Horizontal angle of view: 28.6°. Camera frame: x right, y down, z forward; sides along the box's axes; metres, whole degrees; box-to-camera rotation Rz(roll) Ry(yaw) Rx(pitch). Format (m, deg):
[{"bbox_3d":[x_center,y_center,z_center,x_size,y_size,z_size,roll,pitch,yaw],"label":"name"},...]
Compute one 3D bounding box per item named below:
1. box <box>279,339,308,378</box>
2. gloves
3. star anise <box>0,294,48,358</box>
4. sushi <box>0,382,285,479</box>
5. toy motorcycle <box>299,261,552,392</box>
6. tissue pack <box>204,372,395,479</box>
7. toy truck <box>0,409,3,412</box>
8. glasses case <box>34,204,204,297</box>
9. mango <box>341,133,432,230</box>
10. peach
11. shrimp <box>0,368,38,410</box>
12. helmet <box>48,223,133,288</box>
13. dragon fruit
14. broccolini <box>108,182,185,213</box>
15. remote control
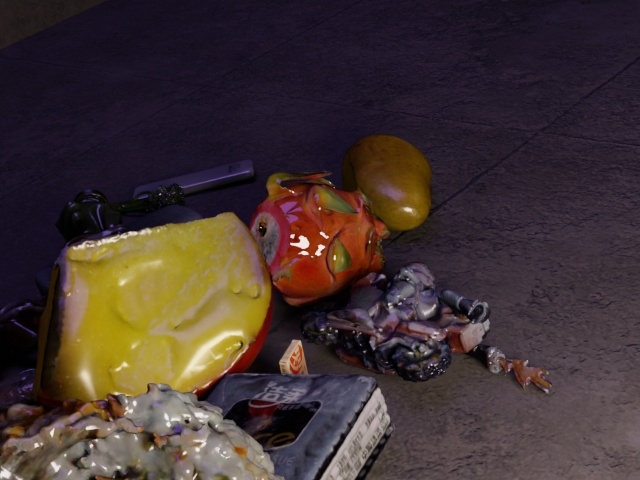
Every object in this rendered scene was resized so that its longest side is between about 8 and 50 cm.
[{"bbox_3d":[-0.036,0.198,1.814,0.015,0.093,0.058,2,30,23],"label":"box"},{"bbox_3d":[-0.452,-0.035,2.444,0.135,0.107,0.268,-7,9,-4],"label":"gloves"},{"bbox_3d":[-0.563,0.164,2.124,0.288,0.088,0.288,-12,18,4],"label":"star anise"},{"bbox_3d":[-0.204,0.348,1.310,0.417,0.417,0.176,-13,-4,0],"label":"sushi"},{"bbox_3d":[0.158,0.127,1.825,0.207,0.134,0.401,-38,34,-29],"label":"toy motorcycle"},{"bbox_3d":[-0.089,0.310,1.597,0.259,0.122,0.361,0,32,31],"label":"tissue pack"},{"bbox_3d":[-0.555,0.258,1.857,0.147,0.165,0.224,-31,32,-32],"label":"toy truck"},{"bbox_3d":[-0.360,0.032,2.302,0.323,0.074,0.131,-29,29,-28],"label":"glasses case"},{"bbox_3d":[0.124,-0.101,2.281,0.167,0.130,0.262,-8,33,-1],"label":"mango"},{"bbox_3d":[-0.265,0.140,1.866,0.380,0.242,0.306,-16,69,-26],"label":"peach"},{"bbox_3d":[-0.434,0.224,2.006,0.223,0.047,0.126,-14,17,2],"label":"shrimp"},{"bbox_3d":[-0.357,0.091,2.102,0.198,0.130,0.224,44,51,11],"label":"helmet"},{"bbox_3d":[-0.005,-0.002,2.050,0.227,0.224,0.224,-8,18,-40],"label":"dragon fruit"},{"bbox_3d":[-0.370,-0.081,2.540,0.201,0.058,0.074,1,23,24],"label":"broccolini"},{"bbox_3d":[-0.262,-0.117,2.601,0.261,0.029,0.067,-14,29,4],"label":"remote control"}]
